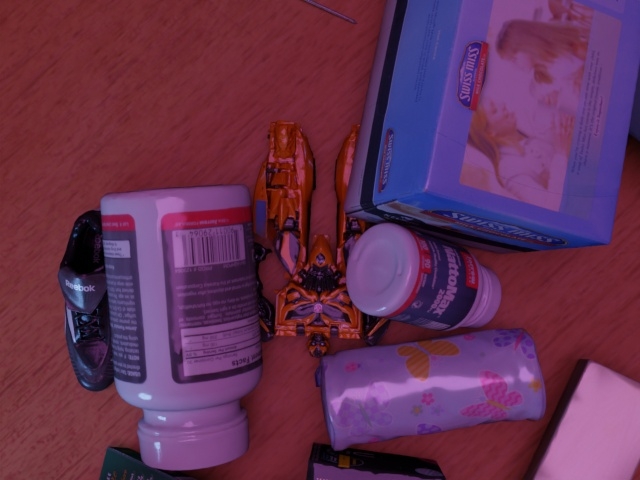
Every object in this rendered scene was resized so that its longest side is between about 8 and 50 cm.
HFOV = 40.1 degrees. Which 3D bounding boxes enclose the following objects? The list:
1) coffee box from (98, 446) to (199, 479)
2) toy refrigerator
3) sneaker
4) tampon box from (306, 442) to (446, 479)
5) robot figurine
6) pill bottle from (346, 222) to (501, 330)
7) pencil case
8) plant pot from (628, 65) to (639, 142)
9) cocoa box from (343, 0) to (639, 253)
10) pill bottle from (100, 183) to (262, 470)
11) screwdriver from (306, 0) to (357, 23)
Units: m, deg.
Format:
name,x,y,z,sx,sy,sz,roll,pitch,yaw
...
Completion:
name,x,y,z,sx,sy,sz,roll,pitch,yaw
coffee box,-0.199,0.325,1.048,0.184,0.040,0.113,9,85,38
toy refrigerator,0.308,0.287,1.060,0.102,0.094,0.270,25,86,10
sneaker,-0.286,0.070,1.082,0.078,0.106,0.235,2,86,3
tampon box,0.061,0.311,1.049,0.160,0.120,0.102,7,87,2
robot figurine,0.000,0.000,1.091,0.210,0.085,0.291,1,86,3
pill bottle,0.128,0.050,1.036,0.180,0.108,0.108,16,85,-40
pencil case,0.132,0.181,1.058,0.273,0.113,0.124,-10,121,1
plant pot,0.440,-0.186,1.033,0.234,0.165,0.166,32,120,15
cocoa box,0.196,-0.178,0.987,0.231,0.228,0.347,14,82,-18
pill bottle,-0.159,0.096,1.035,0.176,0.176,0.319,-3,94,1
screwdriver,-0.031,-0.318,1.150,0.169,0.024,0.025,29,117,-3
